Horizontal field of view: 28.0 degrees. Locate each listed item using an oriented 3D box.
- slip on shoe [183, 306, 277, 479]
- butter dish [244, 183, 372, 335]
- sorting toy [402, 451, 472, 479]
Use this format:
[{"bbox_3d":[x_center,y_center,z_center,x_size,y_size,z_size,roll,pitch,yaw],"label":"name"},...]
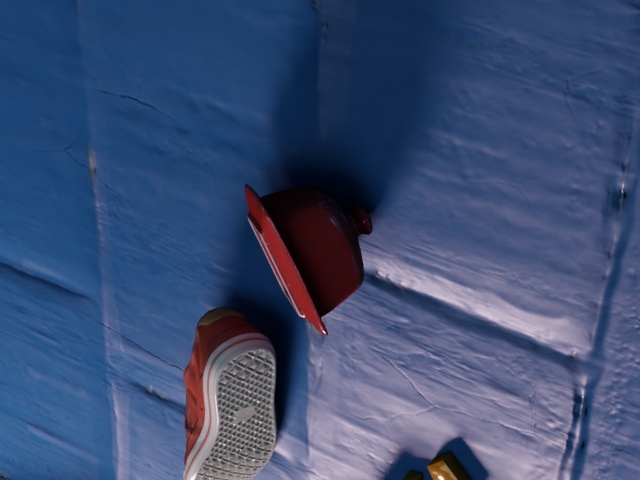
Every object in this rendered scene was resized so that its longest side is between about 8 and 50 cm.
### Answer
[{"bbox_3d":[-0.121,0.212,1.622,0.101,0.123,0.331,56,151,38],"label":"slip on shoe"},{"bbox_3d":[0.000,0.000,1.380,0.160,0.118,0.160,65,176,-16],"label":"butter dish"},{"bbox_3d":[0.189,0.407,1.560,0.229,0.041,0.307,-32,98,44],"label":"sorting toy"}]
